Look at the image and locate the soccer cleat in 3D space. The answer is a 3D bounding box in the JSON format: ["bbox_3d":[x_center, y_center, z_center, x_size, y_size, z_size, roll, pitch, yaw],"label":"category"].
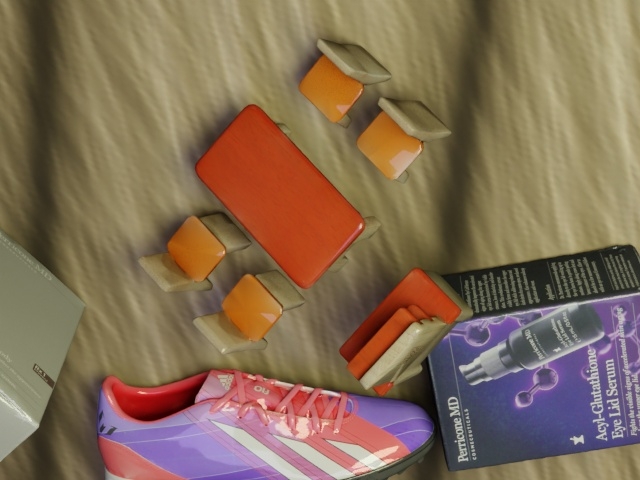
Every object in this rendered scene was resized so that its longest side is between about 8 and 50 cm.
[{"bbox_3d":[-0.053,0.170,1.391,0.318,0.109,0.116,-6,112,8],"label":"soccer cleat"}]

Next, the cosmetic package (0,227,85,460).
[{"bbox_3d":[-0.295,0.094,1.300,0.107,0.238,0.127,-41,108,18],"label":"cosmetic package"}]

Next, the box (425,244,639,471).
[{"bbox_3d":[0.199,0.106,1.355,0.207,0.108,0.153,-11,111,6],"label":"box"}]

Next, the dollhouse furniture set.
[{"bbox_3d":[0.000,0.000,1.253,0.259,0.135,0.262,46,107,16],"label":"dollhouse furniture set"}]
